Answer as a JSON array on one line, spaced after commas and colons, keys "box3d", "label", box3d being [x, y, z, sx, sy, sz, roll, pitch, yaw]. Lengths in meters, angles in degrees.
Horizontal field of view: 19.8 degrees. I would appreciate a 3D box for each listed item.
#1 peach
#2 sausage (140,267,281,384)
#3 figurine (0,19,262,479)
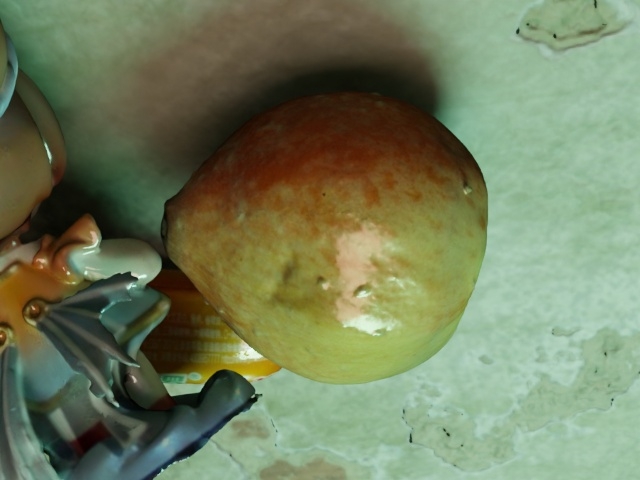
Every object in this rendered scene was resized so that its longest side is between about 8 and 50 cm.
[{"box3d": [0.000, 0.000, 1.291, 0.232, 0.232, 0.232, 2, 127, 2], "label": "peach"}, {"box3d": [-0.151, 0.065, 1.422, 0.312, 0.093, 0.093, 4, 127, 1], "label": "sausage"}, {"box3d": [-0.242, 0.018, 1.259, 0.277, 0.248, 0.388, -34, 91, 14], "label": "figurine"}]
